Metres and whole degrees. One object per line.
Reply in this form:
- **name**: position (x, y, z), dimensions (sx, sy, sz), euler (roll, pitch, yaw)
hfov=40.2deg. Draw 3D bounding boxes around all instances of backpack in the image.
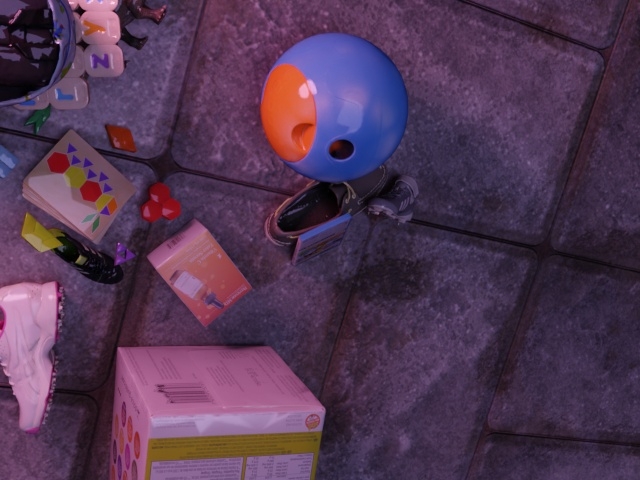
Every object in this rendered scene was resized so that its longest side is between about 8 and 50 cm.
- **backpack**: position (-0.576, -0.339, 1.397), dimensions (0.356, 0.273, 0.290), euler (2, 102, 6)

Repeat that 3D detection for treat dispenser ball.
- **treat dispenser ball**: position (0.027, -0.256, 1.699), dimensions (0.288, 0.288, 0.288), euler (-7, 109, -22)

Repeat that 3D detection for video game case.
- **video game case**: position (0.000, 0.000, 1.854), dimensions (0.119, 0.166, 0.015), euler (-26, 75, -16)

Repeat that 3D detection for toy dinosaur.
- **toy dinosaur**: position (-0.380, -0.412, 1.581), dimensions (0.160, 0.121, 0.313), euler (37, 106, -14)

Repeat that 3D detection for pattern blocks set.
- **pattern blocks set**: position (-0.448, -0.097, 1.645), dimensions (0.285, 0.026, 0.324), euler (-45, 110, -22)

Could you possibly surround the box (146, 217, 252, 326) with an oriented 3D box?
- **box**: position (-0.247, 0.065, 1.788), dimensions (0.130, 0.091, 0.170), euler (-40, 118, -8)

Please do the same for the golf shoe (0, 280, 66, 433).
- **golf shoe**: position (-0.574, 0.223, 1.690), dimensions (0.140, 0.115, 0.306), euler (6, 97, -15)

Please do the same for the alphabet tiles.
- **alphabet tiles**: position (-0.484, -0.371, 1.526), dimensions (0.278, 0.021, 0.284), euler (-1, 108, 2)

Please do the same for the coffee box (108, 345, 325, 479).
- **coffee box**: position (-0.225, 0.425, 1.760), dimensions (0.338, 0.338, 0.334), euler (2, 104, -23)

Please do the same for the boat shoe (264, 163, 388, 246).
- **boat shoe**: position (0.023, -0.086, 1.849), dimensions (0.305, 0.091, 0.109), euler (-32, 90, -13)

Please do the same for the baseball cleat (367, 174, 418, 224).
- **baseball cleat**: position (0.157, -0.096, 1.899), dimensions (0.206, 0.072, 0.109), euler (16, 90, -71)

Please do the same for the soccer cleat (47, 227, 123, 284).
- **soccer cleat**: position (-0.457, 0.039, 1.693), dimensions (0.179, 0.072, 0.060), euler (36, 89, -29)
